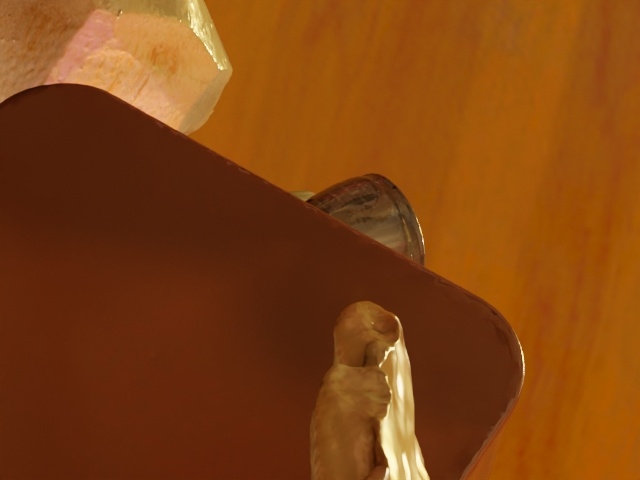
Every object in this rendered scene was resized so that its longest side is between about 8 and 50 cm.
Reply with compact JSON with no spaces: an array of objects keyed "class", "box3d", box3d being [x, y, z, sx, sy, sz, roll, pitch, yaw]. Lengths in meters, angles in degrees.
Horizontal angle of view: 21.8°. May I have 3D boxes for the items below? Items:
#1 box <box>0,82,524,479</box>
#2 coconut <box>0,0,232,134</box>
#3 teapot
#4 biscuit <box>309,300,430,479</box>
[{"class":"box","box3d":[-0.083,0.112,0.943,0.339,0.229,0.239,30,65,17]},{"class":"coconut","box3d":[-0.194,-0.171,1.447,0.237,0.197,0.236,-9,121,-16]},{"class":"teapot","box3d":[0.003,0.008,1.124,0.091,0.124,0.092,-14,93,-31]},{"class":"biscuit","box3d":[0.017,0.136,0.599,0.045,0.299,0.154,-10,105,11]}]
